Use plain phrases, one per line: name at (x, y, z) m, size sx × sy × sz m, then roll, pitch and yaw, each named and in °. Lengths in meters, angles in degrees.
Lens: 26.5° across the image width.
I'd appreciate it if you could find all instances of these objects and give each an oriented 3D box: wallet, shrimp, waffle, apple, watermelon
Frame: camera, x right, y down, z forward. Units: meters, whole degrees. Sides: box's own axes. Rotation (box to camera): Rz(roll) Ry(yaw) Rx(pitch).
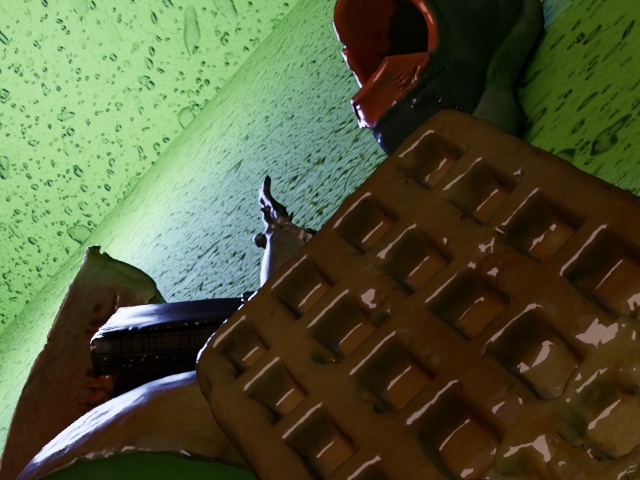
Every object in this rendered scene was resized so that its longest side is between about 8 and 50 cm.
wallet at (-0.031, 0.058, 0.912) m, size 0.230 × 0.042 × 0.124 m, roll -7°, pitch 6°, yaw 1°
shrimp at (-0.003, 0.006, 1.227) m, size 0.117 × 0.066 × 0.262 m, roll -32°, pitch 33°, yaw 13°
waffle at (0.073, 0.069, 0.615) m, size 0.224 × 0.098 × 0.327 m, roll -45°, pitch 25°, yaw -1°
apple at (-0.110, 0.199, 0.933) m, size 0.346 × 0.254 × 0.179 m, roll -42°, pitch 56°, yaw 30°
watermelon at (-0.170, 0.170, 1.196) m, size 0.128 × 0.159 × 0.303 m, roll -1°, pitch 59°, yaw 32°

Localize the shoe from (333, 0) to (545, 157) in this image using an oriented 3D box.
shoe at (0.086, -0.171, 1.171) m, size 0.132 × 0.171 × 0.336 m, roll -42°, pitch 17°, yaw 32°

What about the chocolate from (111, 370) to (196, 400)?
chocolate at (-0.125, 0.157, 1.093) m, size 0.125 × 0.080 × 0.149 m, roll -4°, pitch 56°, yaw 33°
